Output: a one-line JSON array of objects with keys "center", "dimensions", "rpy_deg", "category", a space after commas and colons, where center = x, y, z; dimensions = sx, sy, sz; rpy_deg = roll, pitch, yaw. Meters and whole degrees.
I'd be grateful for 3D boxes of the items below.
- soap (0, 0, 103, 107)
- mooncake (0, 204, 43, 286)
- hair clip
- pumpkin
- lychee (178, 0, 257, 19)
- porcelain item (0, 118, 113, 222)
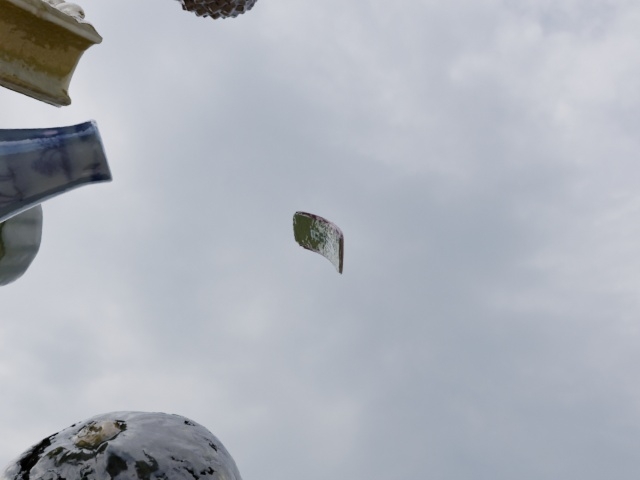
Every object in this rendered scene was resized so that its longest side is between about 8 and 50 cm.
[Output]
[{"center": [-0.507, -0.328, 0.923], "dimensions": [0.335, 0.293, 0.156], "rpy_deg": [19, -76, -50], "category": "soap"}, {"center": [-0.743, -0.045, 1.350], "dimensions": [0.352, 0.187, 0.350], "rpy_deg": [0, -91, 14], "category": "mooncake"}, {"center": [0.002, 0.000, 0.860], "dimensions": [0.022, 0.137, 0.054], "rpy_deg": [-9, -70, -26], "category": "hair clip"}, {"center": [-0.345, 0.469, 1.145], "dimensions": [0.455, 0.454, 0.343], "rpy_deg": [1, -77, 4], "category": "pumpkin"}, {"center": [-0.176, -0.491, 1.044], "dimensions": [0.268, 0.267, 0.267], "rpy_deg": [2, -48, 3], "category": "lychee"}, {"center": [-0.408, -0.088, 0.877], "dimensions": [0.259, 0.141, 0.141], "rpy_deg": [-14, -47, -14], "category": "porcelain item"}]
